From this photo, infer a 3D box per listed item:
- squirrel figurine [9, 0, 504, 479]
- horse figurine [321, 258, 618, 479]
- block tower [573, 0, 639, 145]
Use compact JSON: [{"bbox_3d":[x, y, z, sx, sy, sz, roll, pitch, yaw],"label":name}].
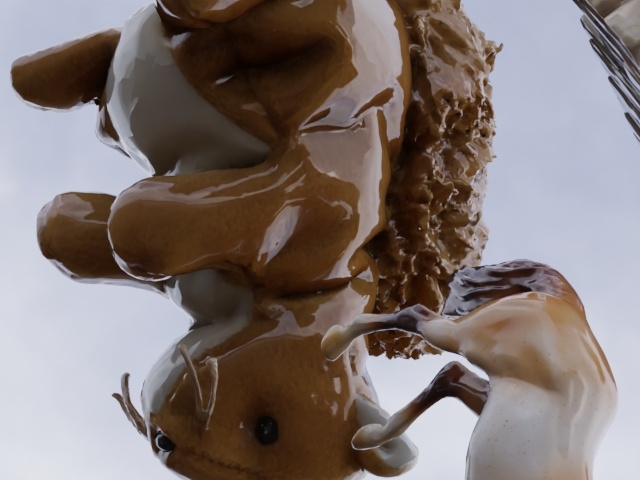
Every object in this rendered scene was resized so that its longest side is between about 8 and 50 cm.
[{"bbox_3d":[0.000,0.000,1.450,0.281,0.397,0.371,-22,-102,48],"label":"squirrel figurine"},{"bbox_3d":[0.076,0.101,0.897,0.174,0.263,0.066,-16,-42,31],"label":"horse figurine"},{"bbox_3d":[0.227,-0.060,1.088,0.091,0.097,0.335,-33,-44,3],"label":"block tower"}]
